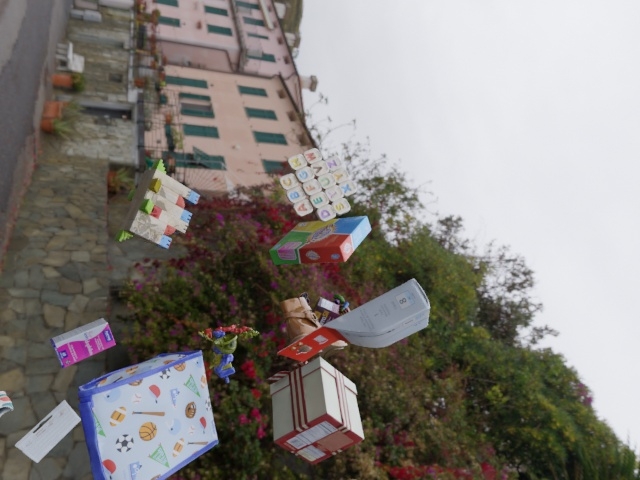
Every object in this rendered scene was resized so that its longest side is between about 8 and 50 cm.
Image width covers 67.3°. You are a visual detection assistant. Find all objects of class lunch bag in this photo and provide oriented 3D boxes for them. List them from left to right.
[{"bbox_3d":[-0.531,0.539,1.447,0.239,0.385,0.327,-13,-91,26],"label":"lunch bag"}]

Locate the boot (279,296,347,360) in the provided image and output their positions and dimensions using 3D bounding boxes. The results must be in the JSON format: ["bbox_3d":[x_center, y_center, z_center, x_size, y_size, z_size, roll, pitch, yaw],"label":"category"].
[{"bbox_3d":[-0.028,0.312,1.720,0.109,0.283,0.220,-41,-117,27],"label":"boot"}]

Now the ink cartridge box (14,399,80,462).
[{"bbox_3d":[-0.939,0.640,1.647,0.066,0.189,0.232,30,-36,17],"label":"ink cartridge box"}]

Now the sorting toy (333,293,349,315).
[{"bbox_3d":[0.080,0.262,1.909,0.061,0.042,0.102,-8,-59,49],"label":"sorting toy"}]

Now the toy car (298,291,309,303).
[{"bbox_3d":[-0.097,0.273,2.040,0.041,0.122,0.060,3,-48,50],"label":"toy car"}]

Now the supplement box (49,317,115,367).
[{"bbox_3d":[-1.004,0.430,2.036,0.114,0.220,0.111,3,-68,54],"label":"supplement box"}]

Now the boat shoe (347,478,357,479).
[{"bbox_3d":[0.137,0.777,1.434,0.063,0.170,0.059,-34,-158,49],"label":"boat shoe"}]

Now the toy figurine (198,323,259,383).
[{"bbox_3d":[-0.366,0.476,1.964,0.363,0.191,0.217,-7,-91,63],"label":"toy figurine"}]

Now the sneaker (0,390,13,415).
[{"bbox_3d":[-0.938,0.492,1.331,0.075,0.161,0.057,38,-44,18],"label":"sneaker"}]

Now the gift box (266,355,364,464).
[{"bbox_3d":[-0.038,0.573,1.650,0.276,0.255,0.258,-28,-145,15],"label":"gift box"}]

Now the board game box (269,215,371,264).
[{"bbox_3d":[0.000,0.000,1.819,0.317,0.242,0.064,-4,-64,33],"label":"board game box"}]

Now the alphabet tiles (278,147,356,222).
[{"bbox_3d":[-0.005,-0.212,1.825,0.284,0.278,0.021,61,-25,8],"label":"alphabet tiles"}]

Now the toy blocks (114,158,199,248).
[{"bbox_3d":[-0.688,-0.120,2.099,0.191,0.261,0.381,2,-113,41],"label":"toy blocks"}]

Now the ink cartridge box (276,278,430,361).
[{"bbox_3d":[0.104,0.258,1.289,0.091,0.385,0.308,62,1,21],"label":"ink cartridge box"}]

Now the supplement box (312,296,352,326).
[{"bbox_3d":[0.057,0.331,2.017,0.081,0.188,0.104,-73,-172,-69],"label":"supplement box"}]
